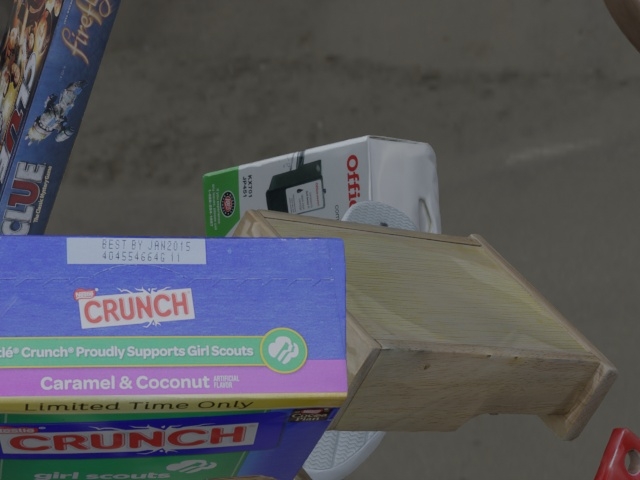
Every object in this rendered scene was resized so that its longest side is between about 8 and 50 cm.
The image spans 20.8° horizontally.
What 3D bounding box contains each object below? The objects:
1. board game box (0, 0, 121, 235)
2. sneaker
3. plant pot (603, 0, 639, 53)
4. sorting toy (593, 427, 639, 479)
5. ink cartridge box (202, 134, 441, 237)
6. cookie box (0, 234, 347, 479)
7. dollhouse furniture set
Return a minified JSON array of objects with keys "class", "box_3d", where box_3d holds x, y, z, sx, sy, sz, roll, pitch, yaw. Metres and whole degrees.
[{"class":"board game box","box_3d":[-0.215,-0.128,1.348,0.042,0.243,0.165,12,23,-23]},{"class":"sneaker","box_3d":[0.015,0.086,1.221,0.094,0.091,0.258,22,43,2]},{"class":"plant pot","box_3d":[0.309,-0.232,1.066,0.263,0.229,0.263,0,75,1]},{"class":"sorting toy","box_3d":[0.134,0.211,0.725,0.046,0.132,0.274,-9,46,51]},{"class":"ink cartridge box","box_3d":[0.000,0.000,1.521,0.208,0.087,0.153,-11,79,43]},{"class":"cookie box","box_3d":[-0.048,0.036,0.415,0.092,0.107,0.040,1,67,-11]},{"class":"dollhouse furniture set","box_3d":[-0.004,0.118,0.806,0.161,0.242,0.212,7,31,-44]}]
